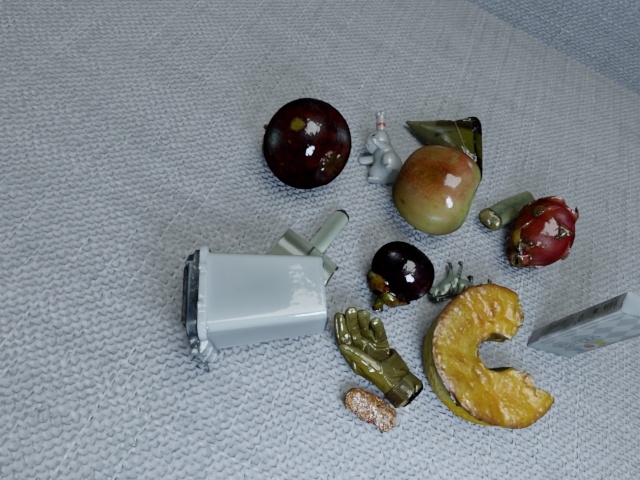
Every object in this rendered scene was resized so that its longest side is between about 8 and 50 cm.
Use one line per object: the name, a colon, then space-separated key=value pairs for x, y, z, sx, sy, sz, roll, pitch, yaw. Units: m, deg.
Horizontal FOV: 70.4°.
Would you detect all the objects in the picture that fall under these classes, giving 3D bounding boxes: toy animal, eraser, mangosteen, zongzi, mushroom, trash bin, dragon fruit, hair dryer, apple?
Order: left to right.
trash bin: x=-0.167 y=0.177 z=1.210 sx=0.367 sy=0.256 sz=0.296 roll=-3 pitch=62 yaw=-5
mangosteen: x=-0.064 y=-0.341 z=1.537 sx=0.306 sy=0.306 sz=0.359 roll=-25 pitch=53 yaw=-28
hair dryer: x=0.000 y=0.000 z=1.483 sx=0.203 sy=0.128 sz=0.362 roll=37 pitch=50 yaw=3
toy animal: x=0.216 y=-0.349 z=1.721 sx=0.138 sy=0.140 sz=0.282 roll=-9 pitch=69 yaw=-32
mangosteen: x=0.241 y=0.124 z=1.455 sx=0.211 sy=0.211 sz=0.250 roll=39 pitch=89 yaw=4
apple: x=0.400 y=-0.183 z=1.595 sx=0.277 sy=0.319 sz=0.319 roll=24 pitch=56 yaw=18
zongzi: x=0.490 y=-0.355 z=1.831 sx=0.317 sy=0.154 sz=0.289 roll=6 pitch=63 yaw=7
toy animal: x=0.479 y=0.166 z=1.574 sx=0.217 sy=0.073 sz=0.176 roll=28 pitch=64 yaw=-8
mushroom: x=0.750 y=-0.117 z=1.809 sx=0.312 sy=0.081 sz=0.100 roll=-21 pitch=74 yaw=-31
dragon fruit: x=0.820 y=-0.026 z=1.682 sx=0.250 sy=0.250 sz=0.315 roll=48 pitch=50 yaw=10
eraser: x=0.876 y=0.280 z=1.449 sx=0.213 sy=0.397 sz=0.082 roll=16 pitch=60 yaw=-11

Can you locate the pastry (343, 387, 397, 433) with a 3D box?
pastry: x=0.140 y=0.481 z=1.300 sx=0.169 sy=0.063 sz=0.087 roll=35 pitch=67 yaw=-4

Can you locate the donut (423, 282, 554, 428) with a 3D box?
donut: x=0.490 y=0.361 z=1.422 sx=0.377 sy=0.163 sz=0.435 roll=5 pitch=64 yaw=-14

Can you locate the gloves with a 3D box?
gloves: x=0.156 y=0.338 z=1.332 sx=0.154 sy=0.141 sz=0.331 roll=-40 pitch=82 yaw=-15
